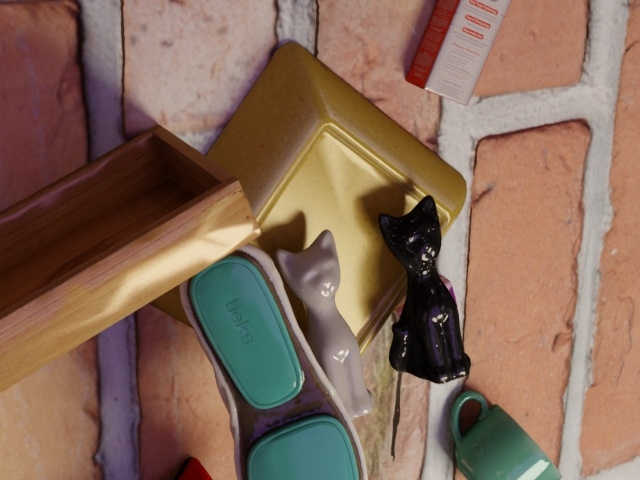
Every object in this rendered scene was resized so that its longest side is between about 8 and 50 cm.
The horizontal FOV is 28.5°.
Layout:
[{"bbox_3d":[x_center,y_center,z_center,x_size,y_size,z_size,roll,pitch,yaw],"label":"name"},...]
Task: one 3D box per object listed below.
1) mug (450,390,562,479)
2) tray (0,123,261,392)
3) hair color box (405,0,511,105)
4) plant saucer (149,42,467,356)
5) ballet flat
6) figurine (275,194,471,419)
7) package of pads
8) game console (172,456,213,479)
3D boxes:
[{"bbox_3d":[0.233,0.289,1.677,0.097,0.158,0.129,-42,148,-3],"label":"mug"},{"bbox_3d":[-0.280,0.040,1.214,0.411,0.203,0.076,-31,122,-16],"label":"tray"},{"bbox_3d":[0.161,-0.236,1.459,0.072,0.043,0.141,16,102,-34],"label":"hair color box"},{"bbox_3d":[0.000,0.000,1.439,0.333,0.081,0.333,34,90,-36],"label":"plant saucer"},{"bbox_3d":[-0.044,0.172,1.330,0.139,0.139,0.400,-25,107,-20],"label":"ballet flat"},{"bbox_3d":[0.055,0.074,1.409,0.214,0.092,0.210,-18,110,-22],"label":"figurine"},{"bbox_3d":[0.131,0.084,1.579,0.083,0.032,0.050,-31,125,-16],"label":"package of pads"},{"bbox_3d":[-0.177,0.347,1.517,0.124,0.085,0.144,-59,133,-37],"label":"game console"}]
